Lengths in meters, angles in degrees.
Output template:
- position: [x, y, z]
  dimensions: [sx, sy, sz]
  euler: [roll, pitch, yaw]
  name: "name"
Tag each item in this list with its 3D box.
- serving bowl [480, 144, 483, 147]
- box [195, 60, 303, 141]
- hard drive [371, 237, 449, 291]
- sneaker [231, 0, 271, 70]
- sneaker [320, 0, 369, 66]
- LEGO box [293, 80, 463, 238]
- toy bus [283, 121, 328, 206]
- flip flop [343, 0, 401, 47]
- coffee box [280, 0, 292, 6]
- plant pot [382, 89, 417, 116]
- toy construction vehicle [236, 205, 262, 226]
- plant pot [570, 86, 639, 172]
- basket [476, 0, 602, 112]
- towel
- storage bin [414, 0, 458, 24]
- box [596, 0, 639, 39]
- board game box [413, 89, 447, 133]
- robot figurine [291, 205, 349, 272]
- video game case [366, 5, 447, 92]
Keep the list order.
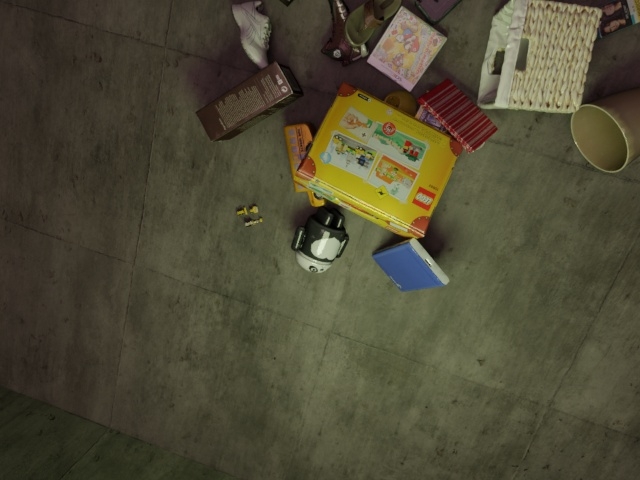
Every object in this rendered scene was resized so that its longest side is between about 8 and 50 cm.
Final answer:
- position: [0.584, -0.388, 1.743]
  dimensions: [0.083, 0.027, 0.083]
  euler: [3, 106, 10]
  name: "serving bowl"
- position: [-0.274, -0.538, 1.793]
  dimensions: [0.381, 0.191, 0.143]
  euler: [-28, 98, 16]
  name: "box"
- position: [0.344, 0.105, 1.801]
  dimensions: [0.040, 0.318, 0.210]
  euler: [-42, 95, -20]
  name: "hard drive"
- position: [-0.243, -0.785, 1.732]
  dimensions: [0.129, 0.111, 0.297]
  euler: [-19, 82, 7]
  name: "sneaker"
- position: [0.051, -0.783, 1.704]
  dimensions: [0.162, 0.106, 0.281]
  euler: [-28, 99, 20]
  name: "sneaker"
- position: [0.208, -0.279, 1.668]
  dimensions: [0.500, 0.193, 0.372]
  euler: [27, 83, -3]
  name: "LEGO box"
- position: [-0.051, -0.305, 1.853]
  dimensions: [0.130, 0.108, 0.333]
  euler: [-6, 104, 14]
  name: "toy bus"
- position: [0.192, -0.802, 1.626]
  dimensions: [0.277, 0.080, 0.112]
  euler: [-41, 110, -10]
  name: "flip flop"
- position: [-0.067, -1.005, 1.631]
  dimensions: [0.297, 0.168, 0.119]
  euler: [-36, 95, 19]
  name: "coffee box"
- position: [0.283, -0.506, 1.715]
  dimensions: [0.134, 0.095, 0.134]
  euler: [1, 93, 28]
  name: "plant pot"
- position: [-0.309, -0.107, 2.005]
  dimensions: [0.098, 0.035, 0.086]
  euler: [-19, 90, 13]
  name: "toy construction vehicle"
- position: [1.058, -0.409, 1.548]
  dimensions: [0.274, 0.256, 0.256]
  euler: [-29, 98, 0]
  name: "plant pot"
- position: [0.699, -0.593, 1.506]
  dimensions: [0.266, 0.331, 0.328]
  euler: [8, 107, 7]
  name: "basket"
- position: [0.494, -0.452, 1.642]
  dimensions: [0.275, 0.199, 0.031]
  euler: [47, 150, 6]
  name: "towel"
- position: [0.433, -0.871, 1.610]
  dimensions: [0.180, 0.084, 0.122]
  euler: [-41, 95, 19]
  name: "storage bin"
- position: [1.040, -0.773, 1.525]
  dimensions: [0.244, 0.060, 0.101]
  euler: [-20, 100, 16]
  name: "box"
- position: [0.431, -0.464, 1.743]
  dimensions: [0.141, 0.048, 0.170]
  euler: [27, 108, 5]
  name: "board game box"
- position: [0.003, 0.001, 1.893]
  dimensions: [0.209, 0.173, 0.278]
  euler: [24, 108, 4]
  name: "robot figurine"
- position: [0.318, -0.708, 1.700]
  dimensions: [0.206, 0.026, 0.227]
  euler: [33, 109, -5]
  name: "video game case"
